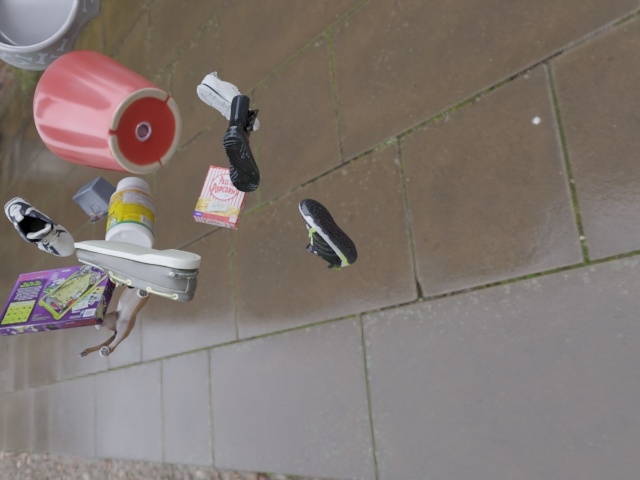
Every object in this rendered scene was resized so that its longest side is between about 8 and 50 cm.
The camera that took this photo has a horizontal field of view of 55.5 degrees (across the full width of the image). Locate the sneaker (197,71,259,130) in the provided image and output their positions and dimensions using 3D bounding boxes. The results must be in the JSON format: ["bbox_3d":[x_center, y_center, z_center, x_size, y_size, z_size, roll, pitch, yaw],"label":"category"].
[{"bbox_3d":[-0.285,-0.453,1.984,0.094,0.235,0.090,-58,14,-29],"label":"sneaker"}]

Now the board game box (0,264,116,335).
[{"bbox_3d":[-0.779,0.172,1.812,0.347,0.056,0.208,-8,52,16],"label":"board game box"}]

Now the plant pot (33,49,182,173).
[{"bbox_3d":[-0.469,-0.276,1.389,0.243,0.275,0.274,24,104,33],"label":"plant pot"}]

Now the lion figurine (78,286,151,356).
[{"bbox_3d":[-0.585,0.193,1.900,0.392,0.142,0.240,-48,0,3],"label":"lion figurine"}]

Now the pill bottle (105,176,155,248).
[{"bbox_3d":[-0.493,-0.066,1.588,0.117,0.118,0.208,-50,36,35],"label":"pill bottle"}]

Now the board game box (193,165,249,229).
[{"bbox_3d":[-0.317,-0.142,1.992,0.045,0.147,0.193,86,-164,-66],"label":"board game box"}]

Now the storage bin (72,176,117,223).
[{"bbox_3d":[-0.635,-0.116,1.723,0.135,0.091,0.098,-19,35,38],"label":"storage bin"}]

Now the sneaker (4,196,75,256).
[{"bbox_3d":[-0.787,-0.015,1.733,0.094,0.235,0.153,-39,37,-12],"label":"sneaker"}]

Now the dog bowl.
[{"bbox_3d":[-0.769,-0.635,1.601,0.102,0.349,0.348,-111,29,-89],"label":"dog bowl"}]

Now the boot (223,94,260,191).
[{"bbox_3d":[-0.233,-0.301,1.884,0.246,0.094,0.207,78,-167,-48],"label":"boot"}]

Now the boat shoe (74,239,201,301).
[{"bbox_3d":[-0.378,0.056,1.227,0.305,0.109,0.091,8,99,25],"label":"boat shoe"}]

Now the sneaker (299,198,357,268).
[{"bbox_3d":[0.000,0.000,1.458,0.097,0.234,0.084,-24,39,21],"label":"sneaker"}]
